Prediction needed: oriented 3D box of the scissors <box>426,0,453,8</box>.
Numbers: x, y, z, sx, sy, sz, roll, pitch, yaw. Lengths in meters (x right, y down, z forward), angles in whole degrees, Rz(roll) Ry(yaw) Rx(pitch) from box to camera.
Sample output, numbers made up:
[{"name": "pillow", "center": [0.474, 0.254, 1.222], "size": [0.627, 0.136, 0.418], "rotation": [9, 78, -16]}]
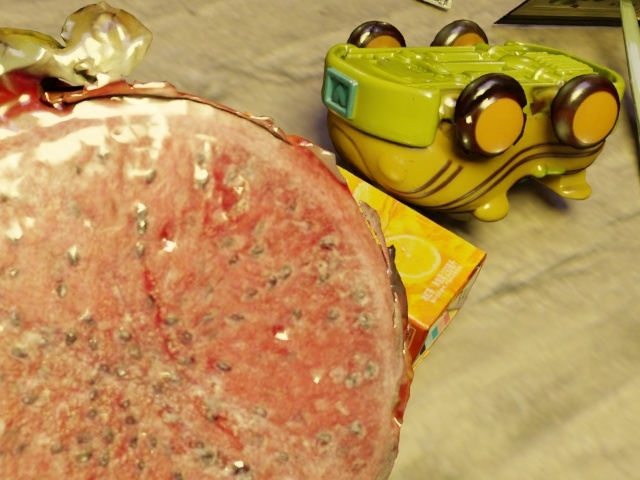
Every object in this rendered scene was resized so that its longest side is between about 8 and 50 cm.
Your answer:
[{"name": "scissors", "center": [0.063, -0.288, 1.054], "size": [0.176, 0.022, 0.085], "rotation": [29, 44, 17]}]

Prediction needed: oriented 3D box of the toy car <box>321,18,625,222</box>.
[{"name": "toy car", "center": [0.118, -0.089, 0.799], "size": [0.247, 0.142, 0.200], "rotation": [-5, 26, -22]}]

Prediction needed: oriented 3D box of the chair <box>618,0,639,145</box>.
[{"name": "chair", "center": [0.400, -0.118, 0.879], "size": [0.203, 0.190, 0.275], "rotation": [1, 76, -13]}]

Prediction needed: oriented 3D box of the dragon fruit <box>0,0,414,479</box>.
[{"name": "dragon fruit", "center": [-0.137, 0.076, 0.519], "size": [0.296, 0.263, 0.314], "rotation": [29, 79, -25]}]

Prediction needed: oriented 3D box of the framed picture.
[{"name": "framed picture", "center": [0.299, -0.247, 0.977], "size": [0.195, 0.199, 0.010], "rotation": [-3, 83, -19]}]

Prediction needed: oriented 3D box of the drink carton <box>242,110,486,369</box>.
[{"name": "drink carton", "center": [0.000, 0.000, 0.737], "size": [0.223, 0.071, 0.096], "rotation": [33, 50, 16]}]
